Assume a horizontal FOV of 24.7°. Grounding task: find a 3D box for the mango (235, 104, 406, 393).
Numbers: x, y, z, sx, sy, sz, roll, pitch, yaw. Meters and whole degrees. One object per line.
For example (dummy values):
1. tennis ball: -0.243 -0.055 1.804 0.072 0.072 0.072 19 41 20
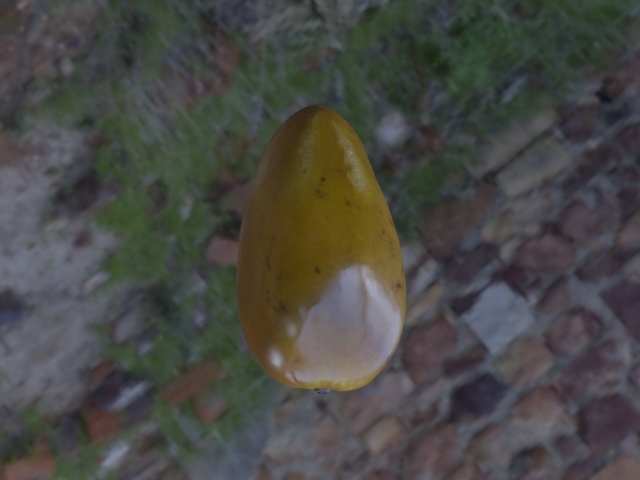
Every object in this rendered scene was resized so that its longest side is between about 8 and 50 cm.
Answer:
1. mango: 0.000 0.000 0.404 0.046 0.089 0.060 3 148 -4
